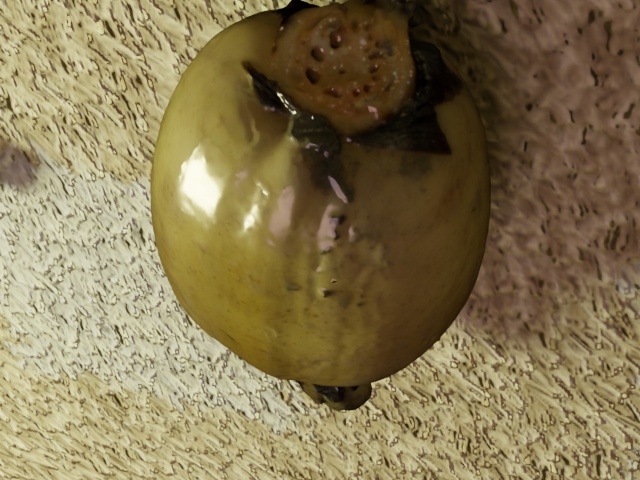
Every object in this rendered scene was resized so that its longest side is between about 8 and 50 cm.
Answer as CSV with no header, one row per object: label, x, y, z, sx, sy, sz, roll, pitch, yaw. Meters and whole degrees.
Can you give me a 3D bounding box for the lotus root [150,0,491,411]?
lotus root,0.000,0.000,0.928,0.183,0.183,0.310,19,148,11
